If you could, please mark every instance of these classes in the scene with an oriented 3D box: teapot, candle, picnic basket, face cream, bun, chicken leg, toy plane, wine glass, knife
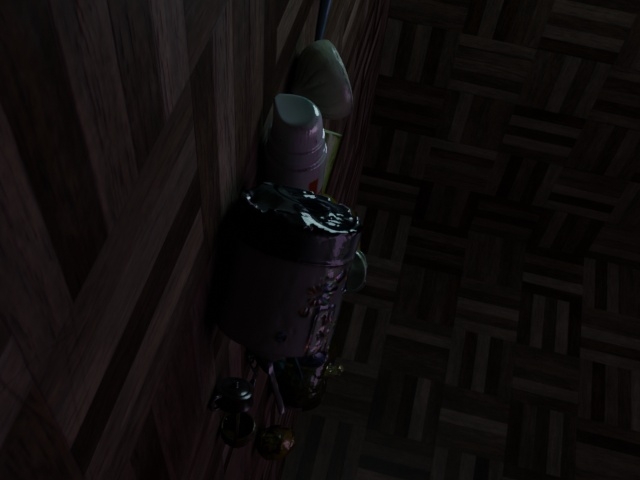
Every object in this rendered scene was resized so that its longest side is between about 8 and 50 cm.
[{"bbox_3d":[-0.145,0.253,1.288,0.100,0.068,0.045,-18,124,-44],"label":"teapot"},{"bbox_3d":[-0.057,0.086,1.129,0.187,0.188,0.330,-62,167,-71],"label":"candle"},{"bbox_3d":[-0.151,0.337,1.429,0.072,0.072,0.083,-72,172,-46],"label":"picnic basket"},{"bbox_3d":[-0.044,-0.096,1.272,0.345,0.102,0.102,98,7,-57],"label":"face cream"},{"bbox_3d":[-0.007,-0.267,1.325,0.138,0.094,0.138,162,-90,-82],"label":"bun"},{"bbox_3d":[-0.127,0.558,2.174,0.251,0.107,0.087,126,-39,-82],"label":"chicken leg"},{"bbox_3d":[-0.099,0.206,1.539,0.235,0.096,0.060,73,22,-43],"label":"toy plane"},{"bbox_3d":[0.012,0.089,1.764,0.232,0.156,0.156,-24,129,-61],"label":"wine glass"},{"bbox_3d":[-0.005,-0.369,1.511,0.044,0.019,0.313,-75,178,-54],"label":"knife"}]

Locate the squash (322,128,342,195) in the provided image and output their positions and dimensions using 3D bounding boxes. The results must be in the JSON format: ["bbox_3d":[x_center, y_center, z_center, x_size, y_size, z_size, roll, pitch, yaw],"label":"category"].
[{"bbox_3d":[-0.027,-0.129,1.500,0.095,0.095,0.188,-53,159,-79],"label":"squash"}]

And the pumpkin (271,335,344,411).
[{"bbox_3d":[-0.029,0.354,2.179,0.260,0.189,0.260,12,90,-85],"label":"pumpkin"}]

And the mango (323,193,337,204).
[{"bbox_3d":[-0.016,-0.039,1.823,0.194,0.092,0.130,-53,158,-66],"label":"mango"}]

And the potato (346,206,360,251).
[{"bbox_3d":[0.074,0.029,2.770,0.173,0.140,0.300,-75,174,-81],"label":"potato"}]

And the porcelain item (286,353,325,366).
[{"bbox_3d":[-0.051,0.227,1.811,0.147,0.147,0.114,90,15,-70],"label":"porcelain item"}]
